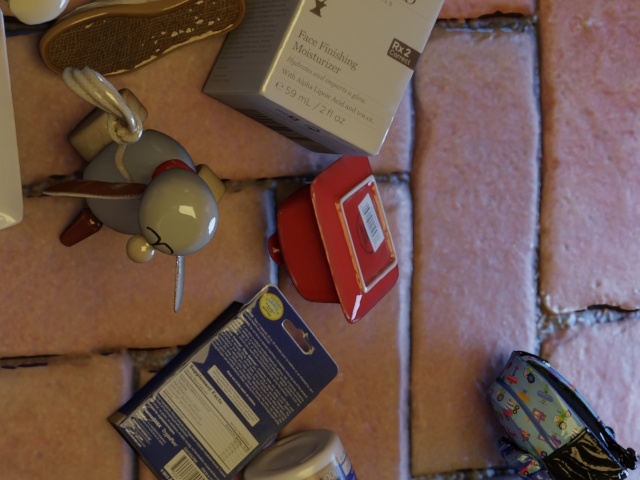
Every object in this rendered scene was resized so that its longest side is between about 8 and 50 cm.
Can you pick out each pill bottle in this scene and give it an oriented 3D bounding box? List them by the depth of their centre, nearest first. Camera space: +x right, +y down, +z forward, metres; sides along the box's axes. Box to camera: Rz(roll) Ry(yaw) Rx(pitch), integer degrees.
[{"bbox_3d":[0.002,0.306,2.021,0.112,0.112,0.186,-29,106,-20],"label":"pill bottle"}]

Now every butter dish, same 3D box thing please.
[{"bbox_3d":[0.000,0.000,2.000,0.160,0.118,0.160,-39,115,-61],"label":"butter dish"}]

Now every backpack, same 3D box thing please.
[{"bbox_3d":[0.251,0.211,2.111,0.117,0.158,0.173,-42,97,2],"label":"backpack"}]

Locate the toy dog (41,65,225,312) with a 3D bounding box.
[{"bbox_3d":[-0.189,-0.032,1.823,0.161,0.334,0.220,-45,86,2],"label":"toy dog"}]

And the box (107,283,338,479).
[{"bbox_3d":[-0.098,0.164,2.004,0.225,0.036,0.136,-42,110,-15],"label":"box"}]

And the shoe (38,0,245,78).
[{"bbox_3d":[-0.185,-0.218,1.928,0.219,0.058,0.076,-17,121,-19],"label":"shoe"}]

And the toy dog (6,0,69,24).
[{"bbox_3d":[-0.234,-0.360,1.695,0.395,0.408,0.284,-63,153,-49],"label":"toy dog"}]

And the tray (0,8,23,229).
[{"bbox_3d":[-0.362,-0.101,1.797,0.145,0.030,0.270,-21,138,-23],"label":"tray"}]

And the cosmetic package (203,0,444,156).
[{"bbox_3d":[0.002,-0.201,1.958,0.151,0.151,0.183,26,83,-26],"label":"cosmetic package"}]
